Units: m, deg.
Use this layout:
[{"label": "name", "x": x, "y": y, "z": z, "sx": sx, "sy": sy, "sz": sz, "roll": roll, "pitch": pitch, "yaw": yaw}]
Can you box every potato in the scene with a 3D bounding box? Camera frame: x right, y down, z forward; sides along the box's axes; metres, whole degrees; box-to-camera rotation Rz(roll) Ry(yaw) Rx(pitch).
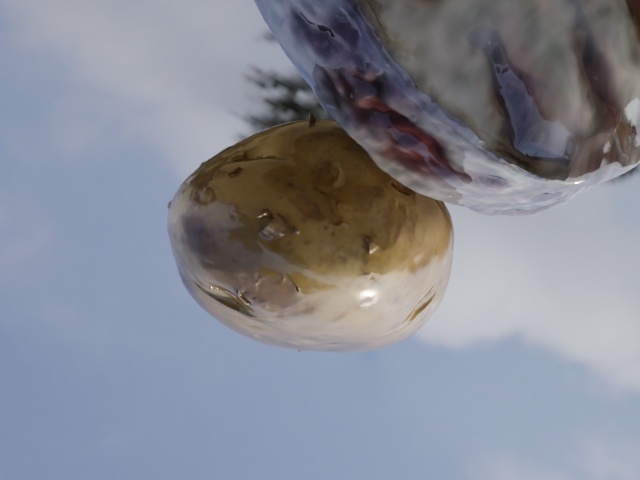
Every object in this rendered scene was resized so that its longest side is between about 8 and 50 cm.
[{"label": "potato", "x": 0.005, "y": 0.000, "z": 1.022, "sx": 0.161, "sy": 0.128, "sz": 0.235, "roll": -5, "pitch": 164, "yaw": 37}]

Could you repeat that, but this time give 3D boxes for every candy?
[{"label": "candy", "x": 0.082, "y": -0.150, "z": 0.934, "sx": 0.289, "sy": 0.214, "sz": 0.157, "roll": 54, "pitch": 155, "yaw": -8}]
